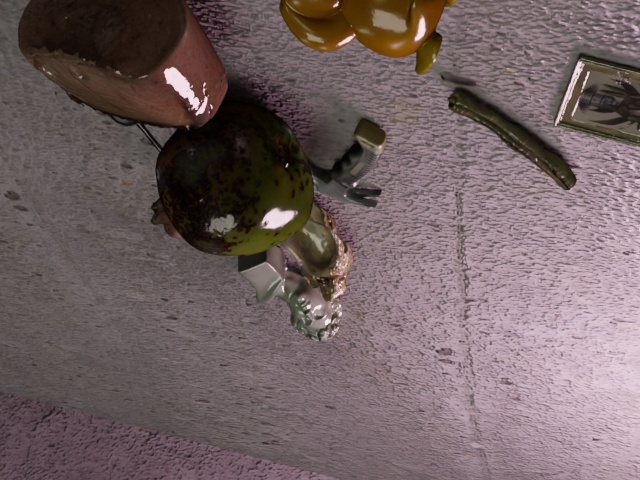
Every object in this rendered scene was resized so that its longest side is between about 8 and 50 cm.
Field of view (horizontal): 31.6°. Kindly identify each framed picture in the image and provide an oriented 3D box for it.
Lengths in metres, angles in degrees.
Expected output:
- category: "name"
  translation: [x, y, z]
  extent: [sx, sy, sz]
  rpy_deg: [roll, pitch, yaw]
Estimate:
- category: "framed picture"
  translation: [0.478, -0.195, 1.690]
  extent: [0.231, 0.010, 0.173]
  rpy_deg: [14, 151, 6]

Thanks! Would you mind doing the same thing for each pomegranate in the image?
- category: "pomegranate"
  translation: [-0.182, -0.088, 1.964]
  extent: [0.285, 0.285, 0.341]
  rpy_deg: [36, 139, -30]

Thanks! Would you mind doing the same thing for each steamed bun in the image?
- category: "steamed bun"
  translation: [-0.294, -0.307, 1.752]
  extent: [0.301, 0.199, 0.251]
  rpy_deg: [16, 169, 24]

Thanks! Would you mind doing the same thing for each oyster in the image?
- category: "oyster"
  translation: [-0.007, 0.007, 2.238]
  extent: [0.162, 0.107, 0.232]
  rpy_deg: [-2, 127, 40]

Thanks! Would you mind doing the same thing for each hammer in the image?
- category: "hammer"
  translation: [0.058, -0.133, 1.996]
  extent: [0.159, 0.041, 0.226]
  rpy_deg: [23, 150, -10]

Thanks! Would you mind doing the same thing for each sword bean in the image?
- category: "sword bean"
  translation: [0.311, -0.162, 1.816]
  extent: [0.269, 0.038, 0.043]
  rpy_deg: [31, 123, -23]

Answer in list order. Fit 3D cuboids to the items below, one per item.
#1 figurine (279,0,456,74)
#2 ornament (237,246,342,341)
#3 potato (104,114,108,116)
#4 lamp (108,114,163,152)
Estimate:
- category: "figurine"
  translation: [0.066, -0.333, 1.500]
  extent: [0.228, 0.215, 0.215]
  rpy_deg: [22, 153, 17]
- category: "ornament"
  translation: [-0.069, 0.098, 2.396]
  extent: [0.120, 0.130, 0.285]
  rpy_deg: [-30, 119, 33]
- category: "potato"
  translation: [-0.376, -0.247, 2.048]
  extent: [0.093, 0.037, 0.036]
  rpy_deg: [24, 146, -9]
- category: "lamp"
  translation: [-0.266, -0.143, 2.118]
  extent: [0.371, 0.130, 0.108]
  rpy_deg: [37, -172, -24]
